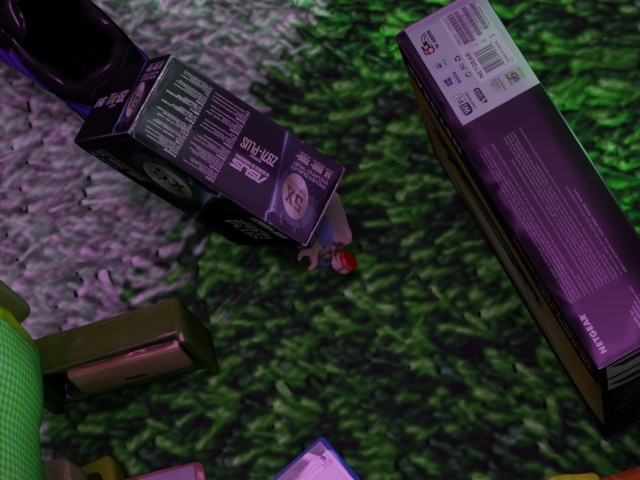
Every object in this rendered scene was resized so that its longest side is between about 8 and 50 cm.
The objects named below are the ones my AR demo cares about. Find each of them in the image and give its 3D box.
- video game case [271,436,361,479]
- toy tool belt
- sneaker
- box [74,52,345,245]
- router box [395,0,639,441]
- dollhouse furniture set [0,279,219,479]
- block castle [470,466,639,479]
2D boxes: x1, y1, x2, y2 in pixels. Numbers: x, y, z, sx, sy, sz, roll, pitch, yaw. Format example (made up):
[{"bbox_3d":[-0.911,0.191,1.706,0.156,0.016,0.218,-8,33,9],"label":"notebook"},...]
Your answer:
[{"bbox_3d":[0.010,0.261,1.446,0.119,0.015,0.166,-41,69,-5],"label":"video game case"},{"bbox_3d":[0.000,0.000,1.525,0.051,0.052,0.083,-33,61,32],"label":"toy tool belt"},{"bbox_3d":[-0.266,-0.208,1.589,0.293,0.146,0.102,33,80,19],"label":"sneaker"},{"bbox_3d":[-0.094,-0.071,1.468,0.180,0.147,0.078,33,76,-22],"label":"box"},{"bbox_3d":[0.178,-0.014,1.386,0.081,0.243,0.309,-29,68,0],"label":"router box"},{"bbox_3d":[-0.183,0.134,1.373,0.151,0.301,0.198,-14,67,9],"label":"dollhouse furniture set"},{"bbox_3d":[0.228,0.373,1.209,0.303,0.213,0.453,-9,65,-27],"label":"block castle"}]
